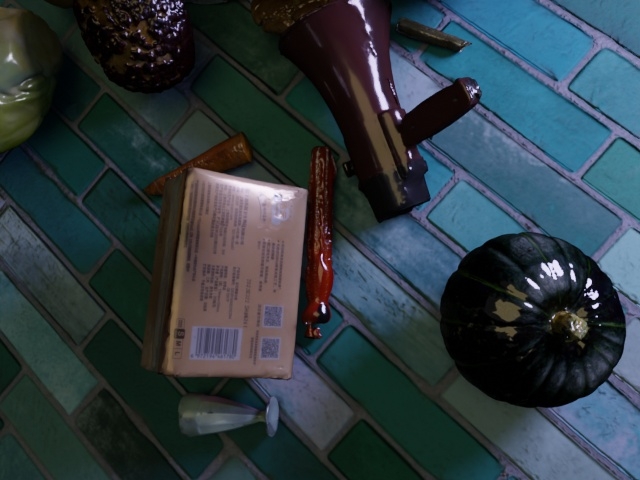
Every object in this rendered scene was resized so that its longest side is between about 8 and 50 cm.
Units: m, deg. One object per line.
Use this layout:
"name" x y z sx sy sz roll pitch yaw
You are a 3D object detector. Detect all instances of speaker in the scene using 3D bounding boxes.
"speaker" 0.113 -0.219 0.885 0.259 0.198 0.329 -29 84 27

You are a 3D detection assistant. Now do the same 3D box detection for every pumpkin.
"pumpkin" 0.294 0.111 0.782 0.250 0.216 0.249 0 89 -12

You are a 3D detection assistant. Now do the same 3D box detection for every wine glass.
"wine glass" -0.151 0.289 0.946 0.155 0.073 0.073 -3 82 11

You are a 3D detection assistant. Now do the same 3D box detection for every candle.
"candle" 0.000 0.000 0.953 0.051 0.048 0.328 -1 82 23

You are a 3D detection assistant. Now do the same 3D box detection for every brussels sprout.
"brussels sprout" -0.661 -0.308 1.052 0.345 0.268 0.343 -3 75 11

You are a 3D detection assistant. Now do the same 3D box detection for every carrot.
"carrot" -0.226 -0.124 1.029 0.224 0.057 0.057 -23 78 14

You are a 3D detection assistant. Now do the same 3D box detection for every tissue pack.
"tissue pack" -0.166 0.060 0.928 0.239 0.238 0.305 4 84 15

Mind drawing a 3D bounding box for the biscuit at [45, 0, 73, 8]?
"biscuit" -0.442 -0.574 1.062 0.296 0.102 0.296 -27 54 45

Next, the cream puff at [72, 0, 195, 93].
"cream puff" -0.324 -0.370 0.986 0.165 0.239 0.239 -33 75 -19

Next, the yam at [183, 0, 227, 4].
"yam" -0.198 -0.619 1.004 0.241 0.241 0.347 18 86 16

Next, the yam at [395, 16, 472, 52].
"yam" 0.189 -0.342 0.958 0.130 0.027 0.033 28 51 18

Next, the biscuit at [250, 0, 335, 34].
"biscuit" -0.018 -0.423 0.967 0.226 0.042 0.225 -10 50 12
